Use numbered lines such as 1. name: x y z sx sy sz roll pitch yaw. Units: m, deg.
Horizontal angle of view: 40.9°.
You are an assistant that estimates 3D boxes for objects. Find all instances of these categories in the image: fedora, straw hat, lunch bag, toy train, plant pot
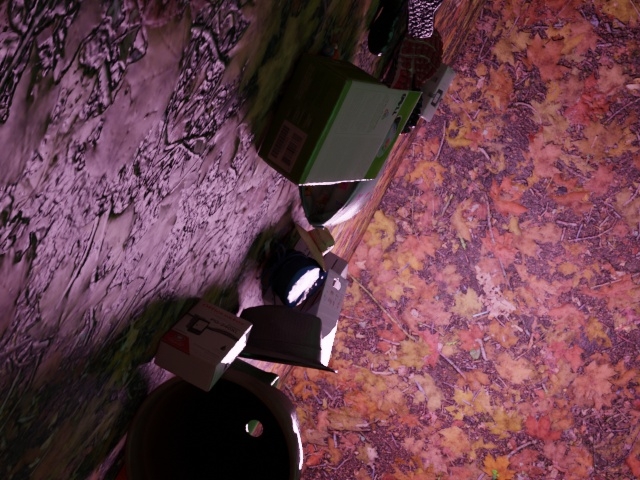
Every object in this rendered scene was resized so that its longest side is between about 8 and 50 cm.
1. fedora: -0.088 0.217 1.957 0.243 0.275 0.124 28 69 -56
2. straw hat: 0.000 0.000 2.037 0.061 0.144 0.144 -32 174 4
3. lunch bag: 0.044 -0.150 1.746 0.223 0.160 0.262 -17 130 -81
4. toy train: 0.006 -0.257 1.487 0.125 0.046 0.166 -58 172 -19
5. plant pot: -0.164 0.388 1.628 0.323 0.323 0.280 -62 168 7

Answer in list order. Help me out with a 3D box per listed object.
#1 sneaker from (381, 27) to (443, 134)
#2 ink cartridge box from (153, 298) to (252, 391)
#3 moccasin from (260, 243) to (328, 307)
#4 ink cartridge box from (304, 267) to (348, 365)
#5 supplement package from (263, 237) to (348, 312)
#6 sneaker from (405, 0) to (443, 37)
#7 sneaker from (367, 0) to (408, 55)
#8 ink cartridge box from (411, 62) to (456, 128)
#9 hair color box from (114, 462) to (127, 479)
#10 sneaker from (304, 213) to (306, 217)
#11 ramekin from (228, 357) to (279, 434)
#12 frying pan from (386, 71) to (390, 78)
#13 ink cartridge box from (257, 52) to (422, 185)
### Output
1. sneaker: 0.205 -0.408 2.130 0.112 0.120 0.299 13 -101 62
2. ink cartridge box: -0.201 0.178 1.489 0.150 0.109 0.063 -50 163 -58
3. moccasin: -0.074 0.086 2.036 0.138 0.117 0.342 -53 172 0
4. ink cartridge box: -0.003 0.195 2.163 0.189 0.066 0.232 38 61 -69
5. supplement package: -0.038 0.135 2.331 0.204 0.145 0.262 -58 173 -13
6. sneaker: 0.227 -0.546 1.895 0.235 0.084 0.097 105 -8 -68
7. sneaker: 0.138 -0.449 1.666 0.089 0.051 0.170 90 26 -76
8. ink cartridge box: 0.254 -0.377 2.194 0.060 0.104 0.180 15 106 -59
9. hair color box: -0.339 0.422 1.712 0.167 0.053 0.093 -61 172 -10
10. sneaker: 0.021 -0.124 2.090 0.212 0.080 0.094 -43 174 -47
11. ramekin: -0.236 0.417 2.039 0.303 0.148 0.303 -59 173 -12
12. frying pan: 0.185 -0.361 2.268 0.326 0.053 0.197 -51 154 -17
13. ink cartridge box: 0.038 -0.196 1.434 0.255 0.097 0.189 -8 130 -57
